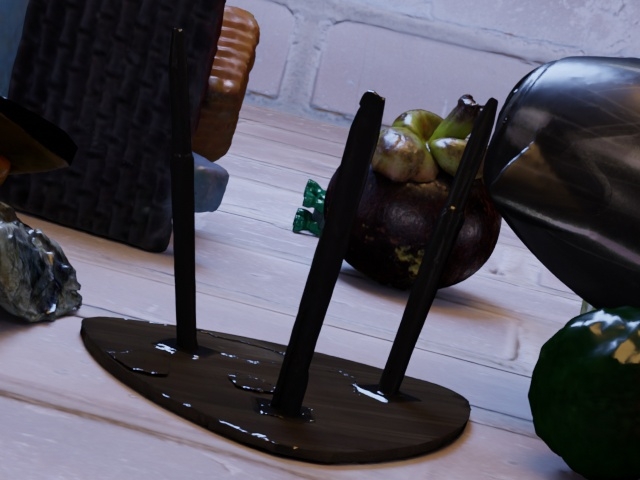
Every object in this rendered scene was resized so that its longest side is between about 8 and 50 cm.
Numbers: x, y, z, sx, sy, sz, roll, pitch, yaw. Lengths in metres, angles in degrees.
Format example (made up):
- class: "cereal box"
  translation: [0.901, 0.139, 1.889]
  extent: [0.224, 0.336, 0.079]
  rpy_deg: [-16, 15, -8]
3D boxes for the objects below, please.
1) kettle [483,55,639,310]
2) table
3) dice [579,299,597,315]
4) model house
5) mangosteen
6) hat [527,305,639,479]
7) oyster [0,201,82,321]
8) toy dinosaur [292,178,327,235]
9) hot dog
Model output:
- class: "kettle"
  translation: [0.304, -0.051, 1.636]
  extent: [0.324, 0.228, 0.321]
  rpy_deg: [29, 38, 22]
- class: "table"
  translation: [0.000, 0.000, 1.452]
  extent: [0.317, 0.249, 0.317]
  rpy_deg: [12, 9, -2]
- class: "dice"
  translation: [0.329, 0.064, 1.803]
  extent: [0.169, 0.166, 0.169]
  rpy_deg: [14, 9, 1]
- class: "model house"
  translation: [-0.176, -0.188, 2.036]
  extent: [0.297, 0.360, 0.339]
  rpy_deg: [8, 12, -41]
- class: "mangosteen"
  translation: [0.106, -0.055, 2.066]
  extent: [0.192, 0.217, 0.192]
  rpy_deg: [18, 12, -4]
- class: "hat"
  translation: [0.315, 0.097, 1.335]
  extent: [0.400, 0.285, 0.285]
  rpy_deg: [6, 5, 27]
- class: "oyster"
  translation: [-0.270, 0.014, 1.582]
  extent: [0.199, 0.087, 0.252]
  rpy_deg: [23, 2, 27]
- class: "toy dinosaur"
  translation: [0.020, -0.025, 2.298]
  extent: [0.096, 0.059, 0.132]
  rpy_deg: [21, 17, -3]
- class: "hot dog"
  translation: [-0.389, -0.070, 1.687]
  extent: [0.326, 0.107, 0.194]
  rpy_deg: [1, -23, 34]
